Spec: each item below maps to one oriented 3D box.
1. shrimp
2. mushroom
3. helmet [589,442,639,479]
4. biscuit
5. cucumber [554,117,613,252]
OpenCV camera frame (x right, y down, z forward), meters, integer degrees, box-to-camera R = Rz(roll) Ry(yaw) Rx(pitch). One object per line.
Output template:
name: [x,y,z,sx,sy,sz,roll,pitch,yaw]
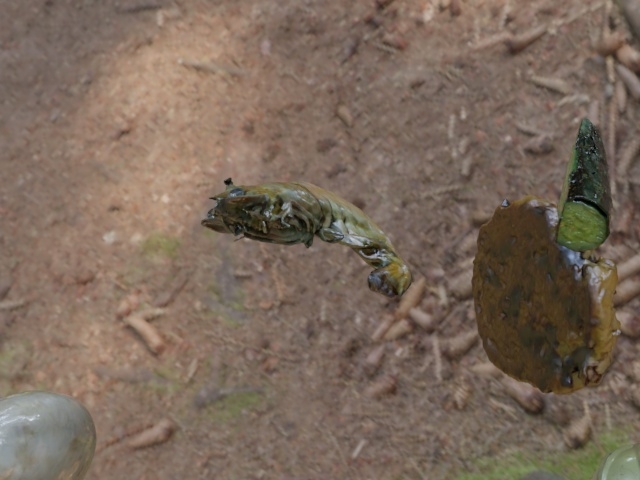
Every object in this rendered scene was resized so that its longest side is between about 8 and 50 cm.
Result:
shrimp: [0.000,0.000,0.969,0.169,0.296,0.058,38,107,17]
mushroom: [-0.417,0.252,1.322,0.243,0.243,0.243,-22,48,27]
helmet: [0.464,0.360,1.493,0.204,0.257,0.137,-17,76,25]
biscuit: [0.337,0.080,1.558,0.334,0.081,0.289,-147,58,-61]
cucumber: [0.331,-0.071,1.276,0.062,0.078,0.211,16,36,9]
